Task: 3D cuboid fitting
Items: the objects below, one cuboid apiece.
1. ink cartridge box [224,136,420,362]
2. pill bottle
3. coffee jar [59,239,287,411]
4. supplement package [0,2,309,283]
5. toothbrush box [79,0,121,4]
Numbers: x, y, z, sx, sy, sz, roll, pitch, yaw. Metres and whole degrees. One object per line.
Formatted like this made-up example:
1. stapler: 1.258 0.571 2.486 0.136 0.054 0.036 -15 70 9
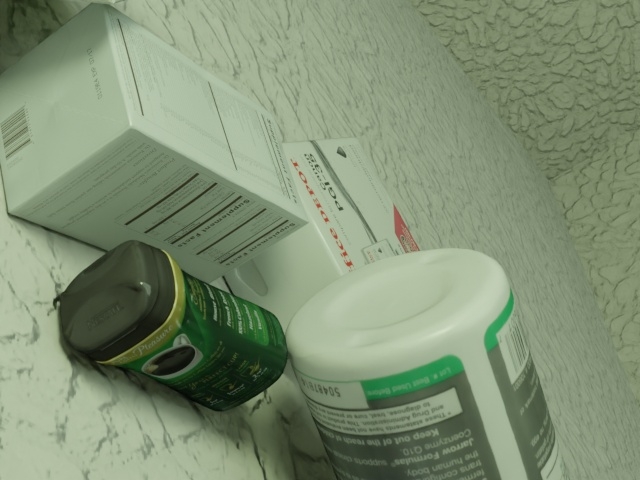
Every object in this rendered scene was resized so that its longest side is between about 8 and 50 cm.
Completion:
1. ink cartridge box: 0.000 0.000 1.114 0.207 0.117 0.283 62 21 3
2. pill bottle: 0.118 0.207 0.909 0.204 0.204 0.361 -65 138 -65
3. coffee jar: -0.115 0.071 0.792 0.184 0.096 0.079 36 28 -48
4. supplement package: -0.143 -0.072 0.864 0.244 0.134 0.139 29 37 -53
5. toothbrush box: -0.217 -0.285 0.848 0.283 0.206 0.122 -59 155 -68
